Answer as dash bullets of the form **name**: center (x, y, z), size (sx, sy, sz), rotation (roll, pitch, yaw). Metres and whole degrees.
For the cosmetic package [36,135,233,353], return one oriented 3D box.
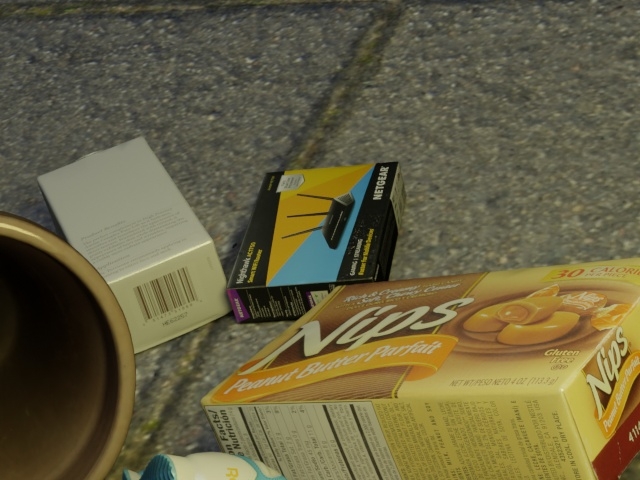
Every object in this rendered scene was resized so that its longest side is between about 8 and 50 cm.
- **cosmetic package**: center (-0.175, 0.000, 1.413), size (0.117, 0.085, 0.231), rotation (-22, 33, -10)

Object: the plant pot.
- **plant pot**: center (-0.293, 0.087, 1.215), size (0.263, 0.263, 0.229), rotation (-23, 18, -11)

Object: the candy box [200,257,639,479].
- **candy box**: center (0.091, 0.097, 1.073), size (0.316, 0.088, 0.183), rotation (-8, 21, 42)

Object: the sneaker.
- **sneaker**: center (-0.088, 0.195, 1.042), size (0.092, 0.087, 0.228), rotation (6, -14, -17)

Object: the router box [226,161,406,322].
- **router box**: center (0.000, 0.000, 1.376), size (0.133, 0.046, 0.179), rotation (-5, 35, 15)
